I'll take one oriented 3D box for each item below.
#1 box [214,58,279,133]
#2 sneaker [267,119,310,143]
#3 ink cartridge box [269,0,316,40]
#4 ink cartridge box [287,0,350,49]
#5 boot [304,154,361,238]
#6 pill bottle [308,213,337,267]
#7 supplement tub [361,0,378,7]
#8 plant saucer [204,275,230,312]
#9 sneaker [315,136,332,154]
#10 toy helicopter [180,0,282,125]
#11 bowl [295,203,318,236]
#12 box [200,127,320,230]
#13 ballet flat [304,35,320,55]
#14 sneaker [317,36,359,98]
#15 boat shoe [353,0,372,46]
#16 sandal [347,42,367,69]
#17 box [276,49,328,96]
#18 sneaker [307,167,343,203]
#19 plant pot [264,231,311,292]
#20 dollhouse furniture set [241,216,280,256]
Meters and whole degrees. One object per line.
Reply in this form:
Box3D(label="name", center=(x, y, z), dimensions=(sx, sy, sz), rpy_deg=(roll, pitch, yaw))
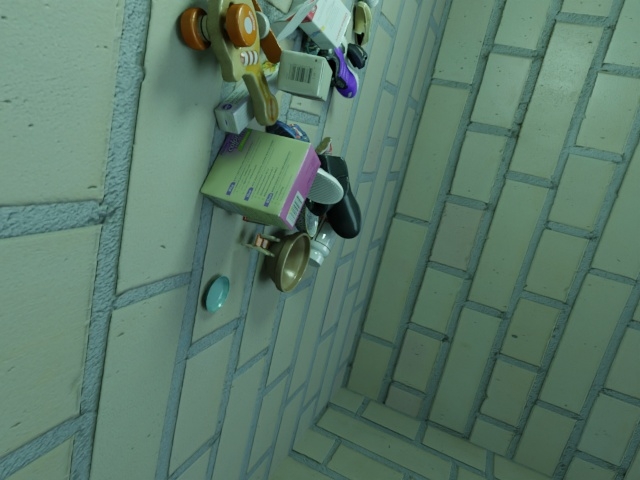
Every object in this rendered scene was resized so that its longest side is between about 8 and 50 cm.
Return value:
Box3D(label="box", center=(-0.170, -0.413, 1.241), dimensions=(0.324, 0.063, 0.067), rpy_deg=(-59, 156, -33))
Box3D(label="sneaker", center=(-0.105, -0.345, 1.484), dimensions=(0.221, 0.083, 0.087), rpy_deg=(20, 55, -63))
Box3D(label="ink cartridge box", center=(-0.076, -0.602, 1.206), dimensions=(0.179, 0.045, 0.145), rpy_deg=(-32, -162, 48))
Box3D(label="ink cartridge box", center=(0.000, -0.683, 1.369), dimensions=(0.175, 0.072, 0.127), rpy_deg=(27, 81, -50))
Box3D(label="boot", center=(0.049, -0.149, 1.721), dimensions=(0.445, 0.146, 0.366), rpy_deg=(-51, 125, -78))
Box3D(label="pill bottle", center=(0.000, 0.000, 1.999), dimensions=(0.221, 0.121, 0.121), rpy_deg=(-64, 160, -21))
Box3D(label="supplement tub", center=(0.178, -0.941, 1.715), dimensions=(0.107, 0.071, 0.071), rpy_deg=(22, 86, -72))
Box3D(label="plant saucer", center=(-0.324, 0.163, 1.404), dimensions=(0.119, 0.021, 0.119), rpy_deg=(-53, 153, -42))
Box3D(label="sneaker", center=(0.017, -0.362, 1.837), dimensions=(0.067, 0.042, 0.118), rpy_deg=(85, 28, -43))
Box3D(label="toy helicopter", center=(-0.169, -0.437, 1.087), dimensions=(0.355, 0.140, 0.234), rpy_deg=(70, 30, -50))
Box3D(label="bowl", center=(-0.068, -0.099, 1.759), dimensions=(0.170, 0.080, 0.170), rpy_deg=(2, 90, -75))
Box3D(label="box", center=(-0.157, -0.170, 1.222), dimensions=(0.117, 0.243, 0.213), rpy_deg=(54, 55, -67))
Box3D(label="ballet flat", center=(0.000, -0.689, 1.466), dimensions=(0.070, 0.070, 0.188), rpy_deg=(56, 53, -67))
Box3D(label="sneaker", center=(0.049, -0.596, 1.638), dimensions=(0.146, 0.102, 0.293), rpy_deg=(-66, 153, -18))
Box3D(label="boat shoe", center=(0.161, -0.839, 1.776), dimensions=(0.072, 0.068, 0.190), rpy_deg=(-54, 157, -13))
Box3D(label="sandal", center=(0.136, -0.696, 1.689), dimensions=(0.097, 0.054, 0.254), rpy_deg=(55, 11, -20))
Box3D(label="box", center=(-0.037, -0.431, 1.208), dimensions=(0.275, 0.113, 0.094), rpy_deg=(-66, 168, -75))
Box3D(label="sneaker", center=(-0.048, -0.230, 1.412), dimensions=(0.102, 0.282, 0.161), rpy_deg=(-52, -163, 35))
Box3D(label="plant pot", center=(-0.135, 0.071, 1.709), dimensions=(0.237, 0.110, 0.237), rpy_deg=(17, 90, -71))
Box3D(label="dollhouse furniture set", center=(-0.188, -0.098, 1.442), dimensions=(0.259, 0.135, 0.261), rpy_deg=(36, 73, -82))
